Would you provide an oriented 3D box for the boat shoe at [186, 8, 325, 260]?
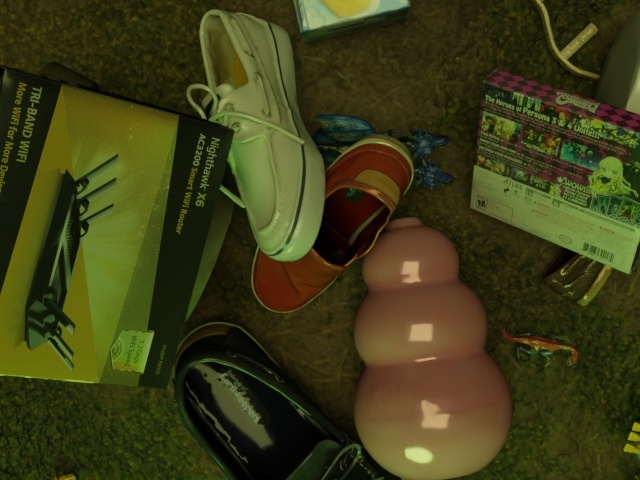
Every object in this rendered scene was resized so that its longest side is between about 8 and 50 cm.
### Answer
[{"bbox_3d":[-0.101,-0.148,0.996,0.136,0.156,0.367,-35,54,42],"label":"boat shoe"}]

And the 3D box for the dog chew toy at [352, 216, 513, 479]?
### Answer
[{"bbox_3d":[0.133,0.135,1.051,0.206,0.206,0.332,-9,84,5],"label":"dog chew toy"}]

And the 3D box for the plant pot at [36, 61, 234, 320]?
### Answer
[{"bbox_3d":[-0.274,-0.026,1.038,0.280,0.323,0.323,23,95,-12],"label":"plant pot"}]

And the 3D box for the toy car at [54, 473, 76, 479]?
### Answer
[{"bbox_3d":[-0.352,0.402,1.171,0.040,0.060,0.122,-14,99,-26],"label":"toy car"}]

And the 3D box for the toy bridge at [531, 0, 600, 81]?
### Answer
[{"bbox_3d":[0.349,-0.269,1.094,0.063,0.026,0.188,-44,90,6],"label":"toy bridge"}]

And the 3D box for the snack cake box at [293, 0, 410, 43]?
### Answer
[{"bbox_3d":[0.022,-0.417,1.082,0.152,0.089,0.264,-12,92,6],"label":"snack cake box"}]

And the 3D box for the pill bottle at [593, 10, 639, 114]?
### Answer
[{"bbox_3d":[0.559,-0.146,0.978,0.407,0.229,0.229,15,94,3],"label":"pill bottle"}]

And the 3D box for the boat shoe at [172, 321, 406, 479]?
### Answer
[{"bbox_3d":[-0.022,0.320,1.091,0.187,0.156,0.500,-42,90,3],"label":"boat shoe"}]

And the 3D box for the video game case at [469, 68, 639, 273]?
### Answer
[{"bbox_3d":[0.302,-0.084,0.995,0.232,0.210,0.042,25,52,27],"label":"video game case"}]

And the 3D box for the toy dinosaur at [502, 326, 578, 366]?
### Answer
[{"bbox_3d":[0.305,0.149,1.096,0.082,0.090,0.047,1,80,48],"label":"toy dinosaur"}]

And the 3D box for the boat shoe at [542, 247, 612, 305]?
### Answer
[{"bbox_3d":[0.380,-0.013,1.080,0.073,0.073,0.207,33,95,0],"label":"boat shoe"}]

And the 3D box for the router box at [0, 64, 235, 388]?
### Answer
[{"bbox_3d":[-0.251,-0.005,0.860,0.242,0.081,0.309,11,99,-30],"label":"router box"}]

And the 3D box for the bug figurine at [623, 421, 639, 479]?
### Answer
[{"bbox_3d":[0.521,0.330,1.087,0.279,0.072,0.216,20,100,-1],"label":"bug figurine"}]

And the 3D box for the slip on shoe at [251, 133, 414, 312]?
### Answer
[{"bbox_3d":[0.000,0.000,1.033,0.123,0.101,0.331,33,132,-12],"label":"slip on shoe"}]

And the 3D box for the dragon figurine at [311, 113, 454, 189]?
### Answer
[{"bbox_3d":[0.034,-0.120,1.068,0.289,0.144,0.085,7,93,4],"label":"dragon figurine"}]
